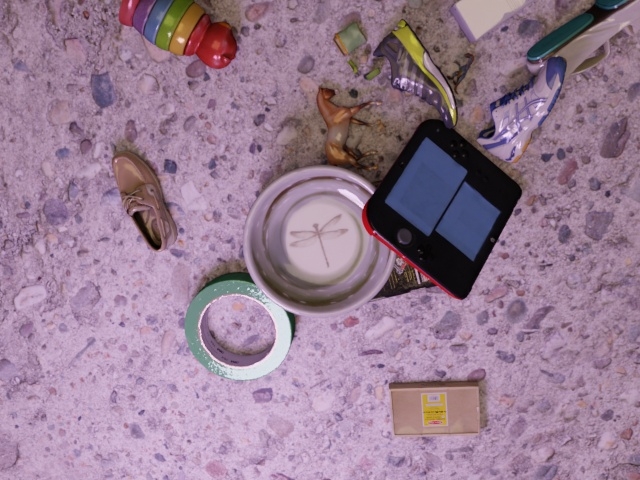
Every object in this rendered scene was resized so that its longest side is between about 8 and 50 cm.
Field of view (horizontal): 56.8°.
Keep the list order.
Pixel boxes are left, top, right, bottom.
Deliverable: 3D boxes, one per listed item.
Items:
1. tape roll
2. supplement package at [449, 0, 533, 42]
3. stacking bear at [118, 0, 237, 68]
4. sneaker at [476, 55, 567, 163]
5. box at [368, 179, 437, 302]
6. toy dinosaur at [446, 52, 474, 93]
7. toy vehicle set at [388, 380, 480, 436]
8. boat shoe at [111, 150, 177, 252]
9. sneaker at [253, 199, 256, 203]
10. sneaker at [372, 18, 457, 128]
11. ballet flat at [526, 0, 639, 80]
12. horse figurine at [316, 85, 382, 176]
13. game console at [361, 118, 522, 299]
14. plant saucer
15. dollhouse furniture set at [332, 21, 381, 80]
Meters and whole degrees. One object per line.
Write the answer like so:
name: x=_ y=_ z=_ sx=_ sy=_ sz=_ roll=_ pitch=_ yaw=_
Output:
tape roll: x=-0.238 y=0.257 z=1.760 sx=0.321 sy=0.077 sz=0.321 roll=1 pitch=106 yaw=5
supplement package: x=0.423 y=-0.581 z=1.446 sx=0.179 sy=0.105 sz=0.105 roll=-32 pitch=101 yaw=13
stacking bear: x=-0.346 y=-0.549 z=1.515 sx=0.289 sy=0.175 sz=0.164 roll=30 pitch=104 yaw=-10
sneaker: x=0.491 y=-0.328 z=1.467 sx=0.131 sy=0.112 sz=0.296 roll=26 pitch=131 yaw=6
box: x=0.174 y=0.000 z=1.646 sx=0.257 sy=0.079 sz=0.322 roll=-15 pitch=103 yaw=8
toy dinosaur: x=0.367 y=-0.442 z=1.535 sx=0.082 sy=0.090 sz=0.047 roll=-40 pitch=58 yaw=-6
toy vehicle set: x=0.344 y=0.510 z=1.788 sx=0.267 sy=0.035 sz=0.165 roll=-3 pitch=105 yaw=7
boat shoe: x=-0.506 y=-0.109 z=1.675 sx=0.109 sy=0.098 sz=0.302 roll=-20 pitch=102 yaw=11
sneaker: x=-0.106 y=-0.009 z=1.677 sx=0.118 sy=0.107 sz=0.279 roll=-15 pitch=101 yaw=29
sneaker: x=0.251 y=-0.409 z=1.522 sx=0.121 sy=0.111 sz=0.300 roll=-33 pitch=92 yaw=20
ballet flat: x=0.694 y=-0.522 z=1.437 sx=0.400 sy=0.139 sz=0.139 roll=-36 pitch=99 yaw=18
horse figurine: x=0.072 y=-0.277 z=1.588 sx=0.175 sy=0.066 sz=0.263 roll=3 pitch=103 yaw=-1
game console: x=0.315 y=-0.092 z=1.506 sx=0.342 sy=0.060 sz=0.386 roll=36 pitch=67 yaw=-4
plant saucer: x=0.000 y=0.000 z=1.558 sx=0.401 sy=0.100 sz=0.400 roll=0 pitch=100 yaw=-1
dollhouse furniture set: x=0.096 y=-0.484 z=1.531 sx=0.076 sy=0.058 sz=0.151 roll=-32 pitch=100 yaw=13
